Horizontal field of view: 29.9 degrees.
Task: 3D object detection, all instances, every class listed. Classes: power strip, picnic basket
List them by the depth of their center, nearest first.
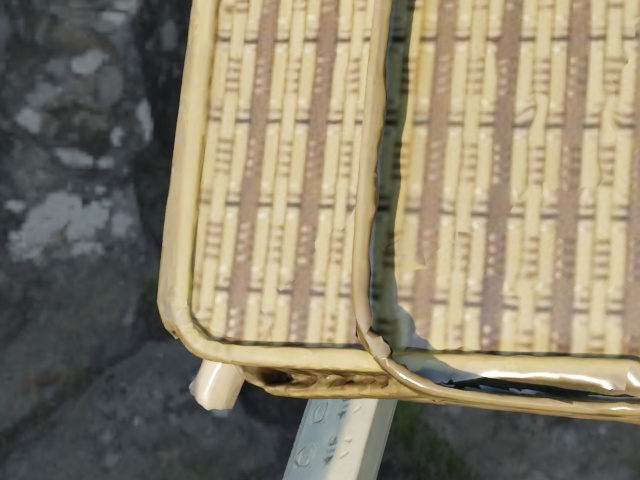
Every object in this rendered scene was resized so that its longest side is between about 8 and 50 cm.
[{"bbox_3d":[0.111,-0.050,0.395,0.312,0.228,0.175,3,-11,17],"label":"picnic basket"},{"bbox_3d":[0.015,0.127,0.768,0.060,0.027,0.253,-19,35,34],"label":"power strip"}]

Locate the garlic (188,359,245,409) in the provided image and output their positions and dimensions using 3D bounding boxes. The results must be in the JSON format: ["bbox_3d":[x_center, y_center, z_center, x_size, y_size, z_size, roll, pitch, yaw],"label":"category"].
[{"bbox_3d":[0.000,0.000,0.627,0.218,0.212,0.218,40,18,-16],"label":"garlic"}]
